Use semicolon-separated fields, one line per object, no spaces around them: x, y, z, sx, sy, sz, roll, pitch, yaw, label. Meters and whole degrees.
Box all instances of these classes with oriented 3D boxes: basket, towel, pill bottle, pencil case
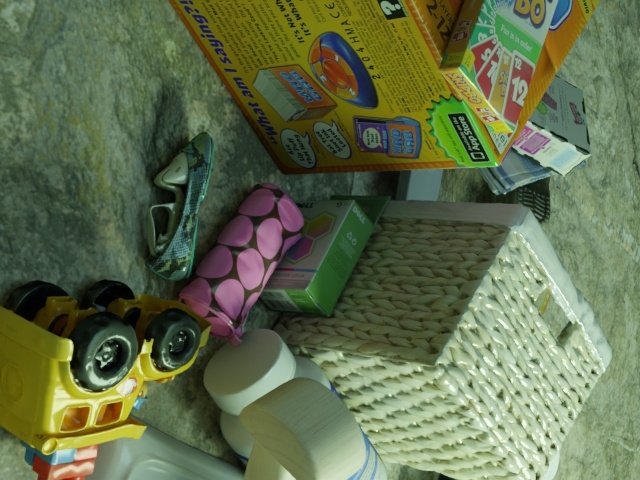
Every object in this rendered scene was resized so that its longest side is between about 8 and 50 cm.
0.169;0.143;1.391;0.328;0.331;0.266;52;56;-34;basket
0.329;-0.188;1.711;0.285;0.034;0.209;-18;72;-44;towel
-0.035;0.245;1.297;0.152;0.152;0.272;-53;127;-33;pill bottle
-0.095;0.028;1.277;0.098;0.095;0.209;36;61;-7;pencil case

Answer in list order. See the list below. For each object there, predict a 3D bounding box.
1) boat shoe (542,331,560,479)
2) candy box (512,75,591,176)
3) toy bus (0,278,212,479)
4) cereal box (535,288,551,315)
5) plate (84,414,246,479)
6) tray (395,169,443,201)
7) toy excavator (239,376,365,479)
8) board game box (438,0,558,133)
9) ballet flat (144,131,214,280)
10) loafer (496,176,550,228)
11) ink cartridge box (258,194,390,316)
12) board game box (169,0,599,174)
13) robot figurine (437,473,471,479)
0.353;0.292;1.732;0.103;0.118;0.320;-14;119;-30;boat shoe
0.332;-0.224;1.663;0.233;0.071;0.159;24;48;-21;candy box
-0.244;0.159;1.086;0.220;0.149;0.211;-1;104;-50;toy bus
0.309;0.092;1.740;0.240;0.047;0.173;37;72;-42;cereal box
-0.195;0.376;1.201;0.277;0.045;0.278;38;63;-42;plate
0.157;-0.141;1.527;0.145;0.030;0.270;-33;136;-58;tray
-0.023;0.423;1.195;0.222;0.433;0.445;-28;82;-40;toy excavator
0.213;-0.261;1.126;0.124;0.039;0.259;39;61;-41;board game box
-0.173;-0.047;1.212;0.070;0.070;0.188;20;72;-46;ballet flat
0.349;-0.112;1.765;0.102;0.092;0.268;31;49;-16;loafer
0.000;0.000;1.365;0.062;0.109;0.209;51;55;-36;ink cartridge box
0.080;-0.333;1.265;0.356;0.356;0.356;-55;128;-31;board game box
0.250;0.485;1.594;0.278;0.209;0.174;52;42;-34;robot figurine
